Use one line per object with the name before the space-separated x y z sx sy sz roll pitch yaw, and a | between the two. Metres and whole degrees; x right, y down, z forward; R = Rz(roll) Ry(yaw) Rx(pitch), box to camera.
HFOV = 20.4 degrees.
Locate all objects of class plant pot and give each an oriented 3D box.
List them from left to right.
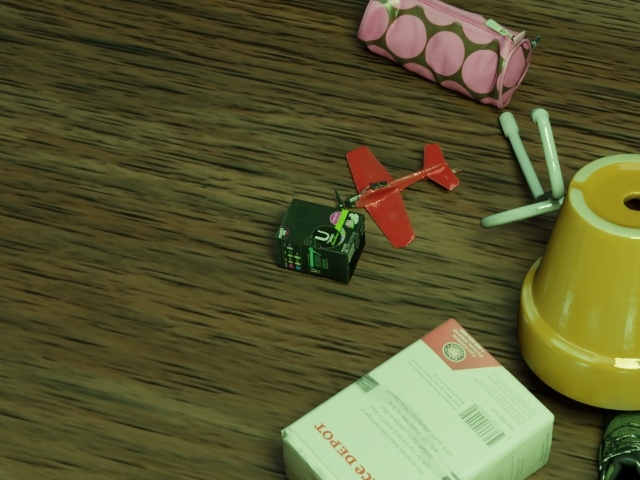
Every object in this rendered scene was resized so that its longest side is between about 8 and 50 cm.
plant pot | 0.296 0.028 1.724 0.205 0.188 0.205 -1 41 1

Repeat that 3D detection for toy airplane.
toy airplane | 0.089 -0.061 1.977 0.151 0.028 0.151 -1 53 1

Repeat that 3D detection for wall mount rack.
wall mount rack | 0.323 -0.110 1.896 0.350 0.304 0.130 -14 90 0

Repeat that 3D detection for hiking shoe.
hiking shoe | 0.304 0.223 1.684 0.086 0.114 0.227 6 52 7

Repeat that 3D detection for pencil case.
pencil case | 0.143 -0.236 2.071 0.209 0.098 0.095 24 56 21

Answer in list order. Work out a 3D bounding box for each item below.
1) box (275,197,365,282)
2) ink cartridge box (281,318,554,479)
box | 0.000 0.000 1.917 0.083 0.052 0.062 13 52 14
ink cartridge box | 0.093 0.202 1.726 0.218 0.092 0.158 -31 56 -22
